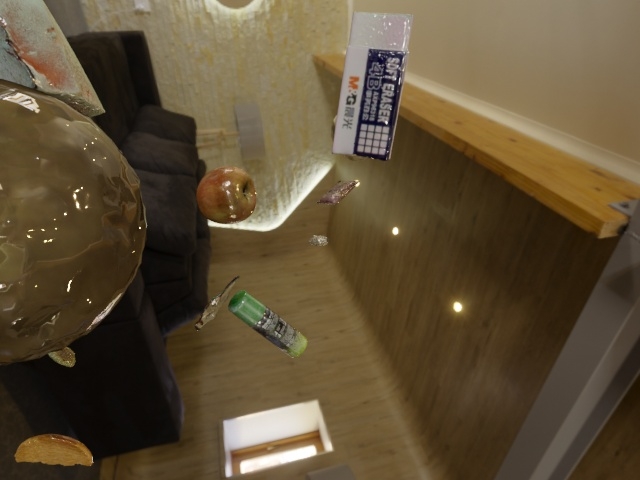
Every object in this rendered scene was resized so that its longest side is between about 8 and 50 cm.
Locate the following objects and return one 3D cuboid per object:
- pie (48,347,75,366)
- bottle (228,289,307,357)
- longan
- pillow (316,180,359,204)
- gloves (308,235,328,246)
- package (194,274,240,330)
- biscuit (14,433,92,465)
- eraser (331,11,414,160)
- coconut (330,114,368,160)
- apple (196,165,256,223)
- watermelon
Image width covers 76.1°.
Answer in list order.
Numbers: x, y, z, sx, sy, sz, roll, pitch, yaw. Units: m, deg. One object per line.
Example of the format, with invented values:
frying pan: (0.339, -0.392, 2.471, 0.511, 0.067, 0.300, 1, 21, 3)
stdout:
pie: (-0.646, 0.283, 1.021, 0.084, 0.020, 0.084, 40, -11, 9)
bottle: (-0.183, 0.301, 1.462, 0.330, 0.093, 0.093, 46, 8, -30)
longan: (-0.482, -0.038, 0.631, 0.436, 0.404, 0.404, 44, -31, 26)
pillow: (0.070, -0.189, 1.624, 0.118, 0.185, 0.043, 6, -53, 44)
gloves: (-0.002, -0.001, 1.412, 0.037, 0.081, 0.044, 46, 34, -50)
package: (-0.333, 0.198, 1.297, 0.040, 0.166, 0.232, 39, -33, 2)
biscuit: (-0.843, 0.661, 1.293, 0.033, 0.224, 0.144, -101, -161, -61)
eraser: (0.109, -0.319, 0.865, 0.086, 0.130, 0.287, -47, 145, -75)
coconut: (0.151, -0.399, 1.463, 0.222, 0.202, 0.202, -46, 143, -50)
apple: (-0.306, -0.144, 1.324, 0.188, 0.174, 0.188, -8, 90, -73)
watermelon: (-0.561, -0.295, 0.805, 0.214, 0.289, 0.319, 33, -86, 31)
